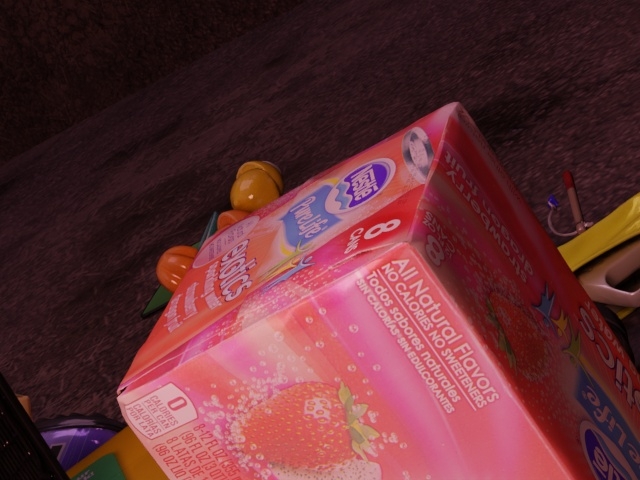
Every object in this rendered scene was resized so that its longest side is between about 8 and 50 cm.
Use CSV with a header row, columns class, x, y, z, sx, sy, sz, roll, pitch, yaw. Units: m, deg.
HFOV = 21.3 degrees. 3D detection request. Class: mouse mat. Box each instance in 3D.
class,x,y,z,sx,sy,sz,roll,pitch,yaw
mouse mat,-0.131,0.020,2.021,0.153,0.007,0.189,-28,15,24

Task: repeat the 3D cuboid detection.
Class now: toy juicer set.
class,x,y,z,sx,sy,sz,roll,pitch,yaw
toy juicer set,-0.106,0.004,1.687,0.329,0.089,0.209,-87,18,-73

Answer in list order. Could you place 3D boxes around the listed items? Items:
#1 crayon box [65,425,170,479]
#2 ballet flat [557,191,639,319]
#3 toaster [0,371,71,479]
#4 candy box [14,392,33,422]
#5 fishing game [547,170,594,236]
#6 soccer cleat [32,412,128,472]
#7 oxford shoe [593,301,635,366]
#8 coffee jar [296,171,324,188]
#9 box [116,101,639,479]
class,x,y,z,sx,sy,sz,roll,pitch,yaw
crayon box,-0.213,0.293,1.156,0.363,0.106,0.313,-36,14,-6
ballet flat,0.183,0.039,1.173,0.231,0.077,0.077,-35,31,-10
toaster,-0.257,0.164,1.084,0.110,0.185,0.168,-20,19,30
candy box,-0.461,0.213,1.683,0.316,0.087,0.183,-9,7,-32
fishing game,0.109,0.054,1.342,0.264,0.041,0.189,-39,13,15
soccer cleat,-0.284,0.251,1.488,0.318,0.108,0.116,-25,39,22
oxford shoe,0.095,0.120,1.082,0.227,0.083,0.096,-32,19,12
coffee jar,0.000,0.000,1.661,0.096,0.079,0.184,-31,16,16
box,0.069,0.116,0.717,0.142,0.300,0.154,-29,15,23
